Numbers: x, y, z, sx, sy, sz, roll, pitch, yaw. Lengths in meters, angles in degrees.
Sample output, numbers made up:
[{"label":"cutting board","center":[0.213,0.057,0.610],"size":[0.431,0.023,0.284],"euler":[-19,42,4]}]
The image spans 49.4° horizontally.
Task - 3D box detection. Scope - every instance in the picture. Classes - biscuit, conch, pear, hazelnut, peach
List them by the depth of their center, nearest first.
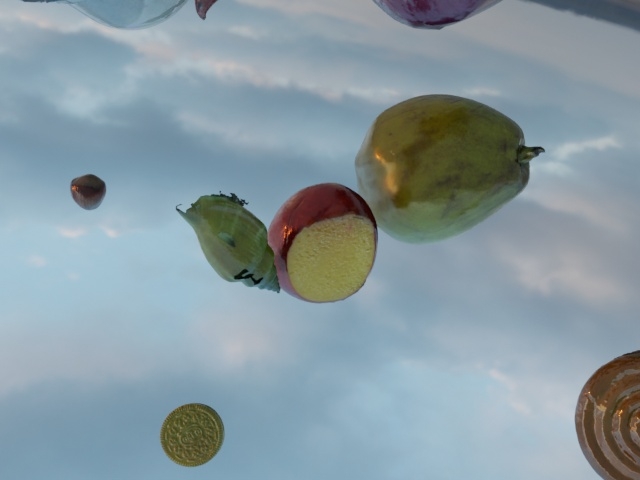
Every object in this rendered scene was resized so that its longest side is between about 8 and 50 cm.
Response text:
[{"label":"biscuit","center":[-0.169,0.256,0.917],"size":[0.084,0.083,0.023],"euler":[18,176,0]},{"label":"conch","center":[-0.118,0.006,0.985],"size":[0.095,0.200,0.080],"euler":[-39,-141,-18]},{"label":"peach","center":[0.006,0.007,1.096],"size":[0.190,0.190,0.192],"euler":[8,170,-20]},{"label":"biscuit","center":[0.570,0.320,1.191],"size":[0.262,0.261,0.037],"euler":[28,-170,22]},{"label":"pear","center":[0.234,-0.138,1.320],"size":[0.376,0.287,0.287],"euler":[-8,-168,28]},{"label":"hazelnut","center":[-0.497,-0.103,1.488],"size":[0.087,0.086,0.086],"euler":[15,-156,-7]}]

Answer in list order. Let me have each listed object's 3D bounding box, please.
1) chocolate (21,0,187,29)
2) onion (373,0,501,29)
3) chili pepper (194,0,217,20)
[{"label":"chocolate","center":[-0.188,-0.264,0.621],"size":[0.221,0.221,0.147],"euler":[27,169,20]},{"label":"onion","center":[0.160,-0.506,1.001],"size":[0.385,0.348,0.347],"euler":[37,-163,-21]},{"label":"chili pepper","center":[0.015,-0.376,0.793],"size":[0.369,0.137,0.092],"euler":[-21,174,7]}]
